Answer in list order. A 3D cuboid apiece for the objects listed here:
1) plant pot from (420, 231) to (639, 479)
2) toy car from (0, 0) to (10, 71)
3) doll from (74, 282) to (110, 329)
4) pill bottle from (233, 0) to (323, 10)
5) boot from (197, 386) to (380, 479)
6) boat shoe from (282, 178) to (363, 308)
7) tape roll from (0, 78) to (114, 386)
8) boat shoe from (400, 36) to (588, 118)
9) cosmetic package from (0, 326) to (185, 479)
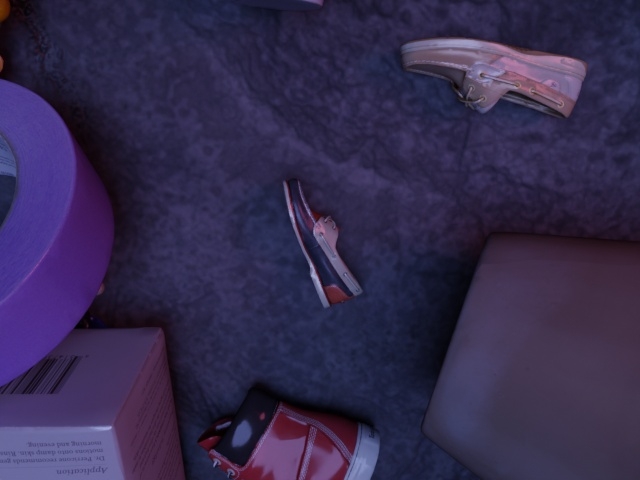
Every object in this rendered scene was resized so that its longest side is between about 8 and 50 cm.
[{"bbox_3d":[0.247,0.126,0.524,0.281,0.323,0.323,19,103,15],"label":"plant pot"},{"bbox_3d":[-0.309,-0.229,0.519,0.210,0.219,0.238,8,132,-1],"label":"toy car"},{"bbox_3d":[-0.259,0.090,0.637,0.189,0.046,0.129,40,108,-8],"label":"doll"},{"bbox_3d":[-0.030,-0.290,0.514,0.108,0.108,0.180,4,103,1],"label":"pill bottle"},{"bbox_3d":[-0.060,0.282,0.658,0.176,0.088,0.244,19,95,-2],"label":"boot"},{"bbox_3d":[0.000,0.000,0.609,0.043,0.049,0.137,-21,104,3],"label":"boat shoe"},{"bbox_3d":[-0.320,-0.007,0.514,0.275,0.090,0.274,-2,59,4],"label":"tape roll"},{"bbox_3d":[0.153,-0.144,0.563,0.170,0.063,0.059,8,97,-1],"label":"boat shoe"},{"bbox_3d":[-0.237,0.279,0.598,0.197,0.155,0.365,0,113,2],"label":"cosmetic package"}]
